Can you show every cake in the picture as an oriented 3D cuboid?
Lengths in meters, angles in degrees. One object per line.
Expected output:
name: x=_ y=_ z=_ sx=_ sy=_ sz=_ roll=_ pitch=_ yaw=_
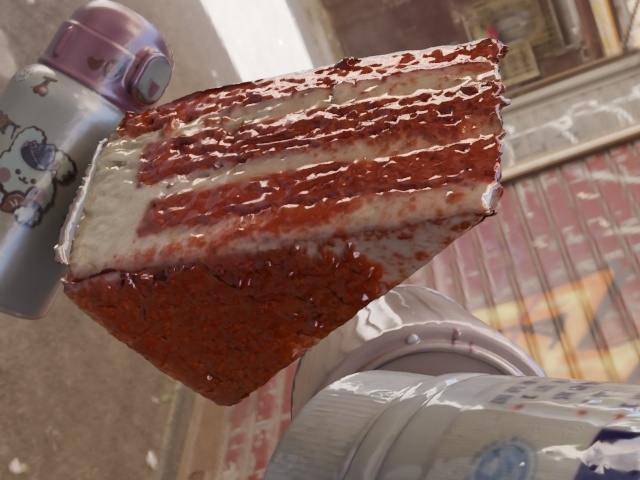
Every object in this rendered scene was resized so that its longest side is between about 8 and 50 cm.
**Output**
cake: x=0.000 y=0.000 z=0.552 sx=0.159 sy=0.262 sz=0.158 roll=63 pitch=28 yaw=-43

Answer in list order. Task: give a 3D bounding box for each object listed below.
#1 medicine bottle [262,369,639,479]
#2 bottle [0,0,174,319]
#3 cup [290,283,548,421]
medicine bottle: x=0.127 y=0.163 z=0.438 sx=0.190 sy=0.332 sz=0.189 roll=4 pitch=84 yaw=-38
bottle: x=-0.193 y=-0.065 z=0.657 sx=0.110 sy=0.233 sz=0.110 roll=31 pitch=-3 yaw=2
cup: x=0.060 y=0.181 z=0.746 sx=0.208 sy=0.288 sz=0.273 roll=35 pitch=-2 yaw=-1
